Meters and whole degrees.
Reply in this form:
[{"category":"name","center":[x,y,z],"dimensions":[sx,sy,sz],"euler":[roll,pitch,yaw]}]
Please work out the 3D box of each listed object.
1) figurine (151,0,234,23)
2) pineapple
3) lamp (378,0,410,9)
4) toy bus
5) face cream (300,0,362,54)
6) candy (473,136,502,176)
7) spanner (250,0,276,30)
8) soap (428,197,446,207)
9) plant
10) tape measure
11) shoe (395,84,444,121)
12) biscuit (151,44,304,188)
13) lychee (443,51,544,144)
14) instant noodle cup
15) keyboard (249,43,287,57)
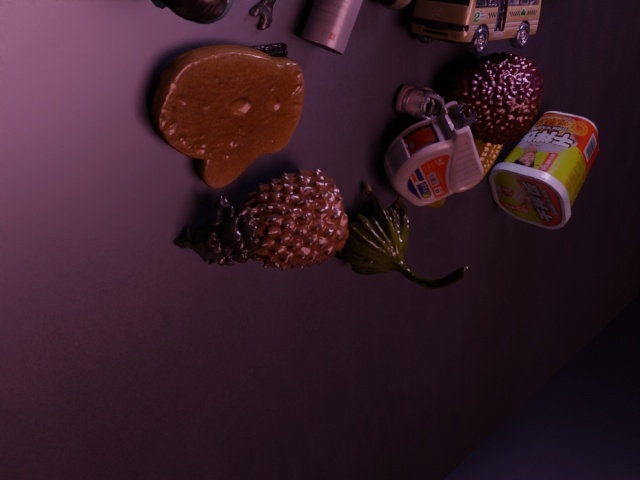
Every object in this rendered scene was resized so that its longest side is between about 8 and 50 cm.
[{"category":"figurine","center":[-0.220,-0.420,0.964],"dimensions":[0.110,0.245,0.138],"euler":[-22,128,-34]},{"category":"pineapple","center":[-0.129,-0.029,1.349],"dimensions":[0.357,0.223,0.223],"euler":[-13,123,-27]},{"category":"lamp","center":[0.188,-0.586,1.404],"dimensions":[0.163,0.091,0.091],"euler":[-49,141,-34]},{"category":"toy bus","center":[0.388,-0.576,1.521],"dimensions":[0.365,0.177,0.202],"euler":[-22,127,-43]},{"category":"face cream","center":[0.040,-0.504,1.288],"dimensions":[0.096,0.096,0.214],"euler":[9,107,-47]},{"category":"candy","center":[0.473,-0.247,1.874],"dimensions":[0.094,0.106,0.199],"euler":[-16,131,-61]},{"category":"spanner","center":[-0.065,-0.533,1.226],"dimensions":[0.054,0.015,0.254],"euler":[25,95,-48]},{"category":"soap","center":[0.353,-0.163,1.845],"dimensions":[0.089,0.045,0.140],"euler":[1,112,-48]},{"category":"plant","center":[0.176,0.044,1.595],"dimensions":[0.180,0.333,0.251],"euler":[13,120,-34]},{"category":"tape measure","center":[0.300,-0.217,1.635],"dimensions":[0.265,0.130,0.258],"euler":[-23,150,13]},{"category":"shoe","center":[0.281,-0.351,1.622],"dimensions":[0.180,0.092,0.089],"euler":[3,111,-46]},{"category":"biscuit","center":[-0.182,-0.245,1.250],"dimensions":[0.343,0.057,0.287],"euler":[-11,126,-42]},{"category":"lychee","center":[0.456,-0.385,1.679],"dimensions":[0.271,0.271,0.271],"euler":[-24,129,-34]},{"category":"instant noodle cup","center":[0.752,-0.244,2.049],"dimensions":[0.308,0.294,0.294],"euler":[-51,139,-18]},{"category":"keyboard","center":[-0.146,-0.358,1.252],"dimensions":[0.195,0.018,0.060],"euler":[-20,130,-35]}]
